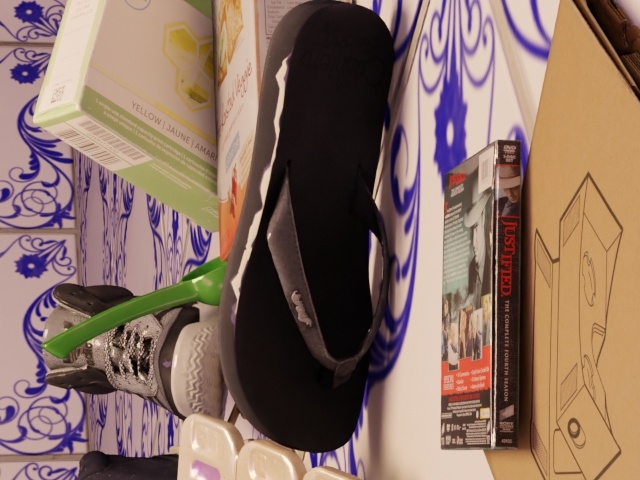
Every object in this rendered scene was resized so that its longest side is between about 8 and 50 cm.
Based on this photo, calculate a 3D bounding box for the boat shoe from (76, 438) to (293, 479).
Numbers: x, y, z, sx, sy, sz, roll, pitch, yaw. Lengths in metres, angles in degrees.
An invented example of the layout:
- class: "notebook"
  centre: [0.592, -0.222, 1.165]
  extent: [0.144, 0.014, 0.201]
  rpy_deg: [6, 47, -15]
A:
- class: "boat shoe"
  centre: [-0.074, 0.217, 1.108]
  extent: [0.340, 0.158, 0.127]
  rpy_deg: [-140, 51, -75]

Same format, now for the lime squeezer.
- class: "lime squeezer"
  centre: [-0.082, -0.024, 1.306]
  extent: [0.310, 0.110, 0.059]
  rpy_deg: [-61, 5, -15]

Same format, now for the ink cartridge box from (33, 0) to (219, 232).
- class: "ink cartridge box"
  centre: [-0.094, -0.145, 1.214]
  extent: [0.056, 0.171, 0.235]
  rpy_deg: [-13, 55, 42]

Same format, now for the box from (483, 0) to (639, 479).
- class: "box"
  centre: [0.099, 0.035, 0.629]
  extent: [0.164, 0.021, 0.201]
  rpy_deg: [-108, 22, -56]

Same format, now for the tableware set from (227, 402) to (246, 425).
- class: "tableware set"
  centre: [-0.044, 0.075, 1.258]
  extent: [0.194, 0.039, 0.128]
  rpy_deg: [116, 152, -64]

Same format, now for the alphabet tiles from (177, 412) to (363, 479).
- class: "alphabet tiles"
  centre: [-0.037, 0.246, 0.965]
  extent: [0.284, 0.021, 0.278]
  rpy_deg: [16, 105, 49]

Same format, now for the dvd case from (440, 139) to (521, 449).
- class: "dvd case"
  centre: [0.064, 0.025, 0.711]
  extent: [0.087, 0.013, 0.119]
  rpy_deg: [141, 130, -78]

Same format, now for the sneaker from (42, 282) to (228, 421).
- class: "sneaker"
  centre: [-0.146, 0.090, 1.391]
  extent: [0.268, 0.153, 0.101]
  rpy_deg: [-172, 89, -88]

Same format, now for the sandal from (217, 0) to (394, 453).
- class: "sandal"
  centre: [-0.001, 0.000, 0.953]
  extent: [0.054, 0.097, 0.254]
  rpy_deg: [20, 113, 49]

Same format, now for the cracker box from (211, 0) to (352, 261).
- class: "cracker box"
  centre: [-0.026, -0.116, 1.116]
  extent: [0.156, 0.067, 0.232]
  rpy_deg: [127, 143, -70]
